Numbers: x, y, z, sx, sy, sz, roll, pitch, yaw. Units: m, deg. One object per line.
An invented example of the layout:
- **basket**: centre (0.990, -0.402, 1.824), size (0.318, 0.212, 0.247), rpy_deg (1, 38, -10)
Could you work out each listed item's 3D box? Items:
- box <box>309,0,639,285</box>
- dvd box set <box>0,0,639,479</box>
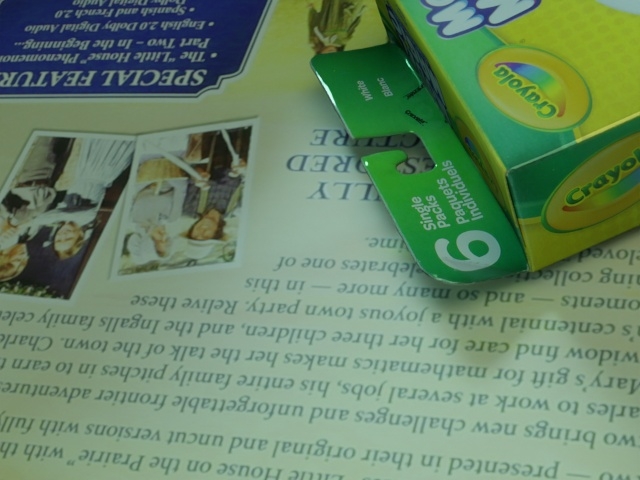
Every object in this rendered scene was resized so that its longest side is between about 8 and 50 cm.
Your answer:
- **box**: centre (0.090, -0.062, 0.430), size (0.179, 0.043, 0.105), rpy_deg (-25, 47, -1)
- **dvd box set**: centre (0.000, 0.000, 0.479), size (0.307, 0.062, 0.420), rpy_deg (1, 51, 22)
